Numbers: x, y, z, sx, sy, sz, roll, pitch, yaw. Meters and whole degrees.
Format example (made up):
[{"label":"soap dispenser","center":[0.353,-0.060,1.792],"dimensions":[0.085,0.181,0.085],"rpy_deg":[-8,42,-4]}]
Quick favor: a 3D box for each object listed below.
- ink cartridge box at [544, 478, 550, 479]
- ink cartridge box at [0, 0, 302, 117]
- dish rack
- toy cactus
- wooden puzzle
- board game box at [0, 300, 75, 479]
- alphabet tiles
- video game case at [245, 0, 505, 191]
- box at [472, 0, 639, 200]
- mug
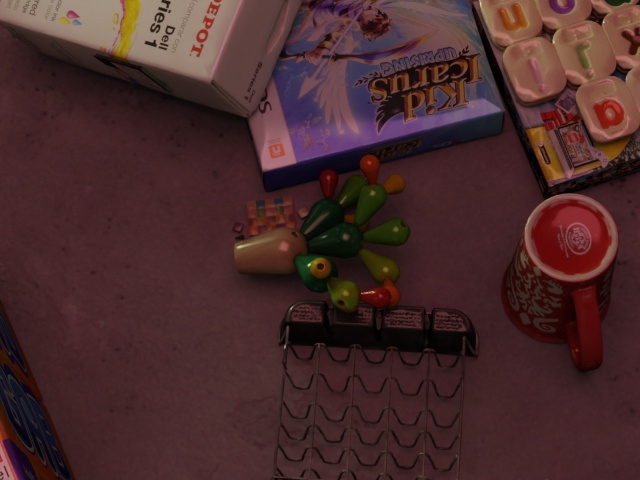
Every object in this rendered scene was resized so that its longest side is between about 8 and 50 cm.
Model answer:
[{"label":"ink cartridge box","center":[0.136,0.366,1.491],"dimensions":[0.270,0.395,0.151],"rpy_deg":[-42,74,-12]},{"label":"ink cartridge box","center":[-0.173,-0.271,1.841],"dimensions":[0.278,0.117,0.201],"rpy_deg":[19,82,23]},{"label":"dish rack","center":[0.050,0.187,1.730],"dimensions":[0.208,0.074,0.271],"rpy_deg":[3,68,5]},{"label":"toy cactus","center":[0.000,0.000,1.767],"dimensions":[0.180,0.112,0.219],"rpy_deg":[-10,45,10]},{"label":"wooden puzzle","center":[-0.053,-0.021,1.848],"dimensions":[0.083,0.006,0.049],"rpy_deg":[-6,70,0]},{"label":"board game box","center":[-0.453,0.183,1.596],"dimensions":[0.356,0.356,0.356],"rpy_deg":[-24,71,-5]},{"label":"alphabet tiles","center":[0.322,-0.245,1.862],"dimensions":[0.284,0.021,0.278],"rpy_deg":[-18,70,-6]},{"label":"video game case","center":[0.038,-0.202,1.884],"dimensions":[0.269,0.061,0.244],"rpy_deg":[-15,70,-3]},{"label":"box","center":[0.277,-0.174,1.872],"dimensions":[0.159,0.044,0.233],"rpy_deg":[-17,70,-5]},{"label":"mug","center":[0.255,0.037,1.729],"dimensions":[0.113,0.169,0.150],"rpy_deg":[-41,73,-13]}]
